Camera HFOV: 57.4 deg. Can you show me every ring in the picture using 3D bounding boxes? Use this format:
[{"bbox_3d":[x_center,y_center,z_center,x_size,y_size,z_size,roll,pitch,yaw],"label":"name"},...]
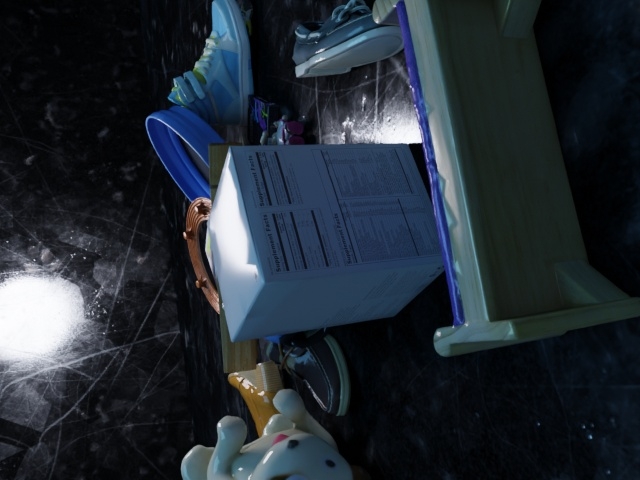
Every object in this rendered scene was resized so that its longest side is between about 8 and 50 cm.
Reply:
[{"bbox_3d":[-0.272,0.055,1.498,0.336,0.032,0.337,30,128,46],"label":"ring"}]

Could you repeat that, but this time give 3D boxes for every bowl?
[{"bbox_3d":[-0.284,-0.166,1.472,0.391,0.077,0.391,42,160,19],"label":"bowl"}]

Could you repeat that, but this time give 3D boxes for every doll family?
[{"bbox_3d":[-0.107,-0.132,1.231,0.163,0.118,0.263,-176,81,-67],"label":"doll family"}]

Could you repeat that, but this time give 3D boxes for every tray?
[{"bbox_3d":[-0.171,0.037,1.158,0.203,0.076,0.411,-109,17,-57],"label":"tray"}]

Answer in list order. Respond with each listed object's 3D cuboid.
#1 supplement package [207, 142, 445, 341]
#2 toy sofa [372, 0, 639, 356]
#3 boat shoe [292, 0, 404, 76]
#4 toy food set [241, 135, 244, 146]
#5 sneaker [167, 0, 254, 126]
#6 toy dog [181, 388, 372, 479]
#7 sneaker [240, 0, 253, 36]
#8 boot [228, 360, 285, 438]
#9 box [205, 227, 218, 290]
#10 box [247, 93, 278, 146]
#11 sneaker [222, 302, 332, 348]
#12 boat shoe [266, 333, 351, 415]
[{"bbox_3d":[0.000,0.000,0.818,0.199,0.262,0.198,123,136,-55],"label":"supplement package"},{"bbox_3d":[0.156,-0.078,0.578,0.177,0.150,0.363,153,110,-64],"label":"toy sofa"},{"bbox_3d":[0.029,-0.311,0.876,0.319,0.116,0.099,-157,60,-70],"label":"boat shoe"},{"bbox_3d":[-0.169,-0.157,1.260,0.078,0.019,0.122,-107,28,-57],"label":"toy food set"},{"bbox_3d":[-0.280,-0.427,1.429,0.127,0.208,0.319,-144,45,-63],"label":"sneaker"},{"bbox_3d":[-0.075,0.491,1.099,0.408,0.284,0.396,132,129,-58],"label":"toy dog"},{"bbox_3d":[-0.186,-0.547,1.440,0.035,0.031,0.084,-136,45,-58],"label":"sneaker"},{"bbox_3d":[-0.159,0.435,1.504,0.295,0.104,0.212,-38,60,59],"label":"boot"},{"bbox_3d":[-0.246,0.051,1.625,0.114,0.103,0.203,105,150,-41],"label":"box"},{"bbox_3d":[-0.141,-0.279,1.396,0.162,0.029,0.116,-135,45,-59],"label":"box"},{"bbox_3d":[-0.049,0.123,1.019,0.147,0.330,0.130,45,101,10],"label":"sneaker"},{"bbox_3d":[-0.049,0.221,1.165,0.342,0.123,0.123,-125,37,-50],"label":"boat shoe"}]
